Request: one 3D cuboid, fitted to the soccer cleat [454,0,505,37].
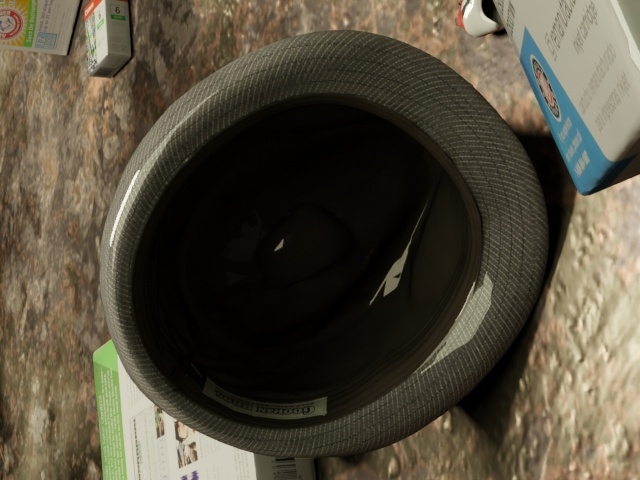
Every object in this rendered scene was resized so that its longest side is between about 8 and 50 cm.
[{"bbox_3d":[0.099,-0.165,0.783,0.035,0.029,0.083,7,97,52],"label":"soccer cleat"}]

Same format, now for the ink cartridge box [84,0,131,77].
[{"bbox_3d":[-0.224,-0.234,1.355,0.063,0.029,0.115,-28,64,57],"label":"ink cartridge box"}]

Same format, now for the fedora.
[{"bbox_3d":[0.000,0.000,0.803,0.275,0.243,0.124,-48,7,14],"label":"fedora"}]

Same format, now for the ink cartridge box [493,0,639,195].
[{"bbox_3d":[0.129,-0.183,0.419,0.198,0.197,0.270,39,-152,-82],"label":"ink cartridge box"}]

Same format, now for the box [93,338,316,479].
[{"bbox_3d":[-0.108,0.164,1.098,0.322,0.058,0.232,-33,60,54],"label":"box"}]

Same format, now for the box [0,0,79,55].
[{"bbox_3d":[-0.329,-0.323,1.464,0.103,0.114,0.203,59,138,45],"label":"box"}]
